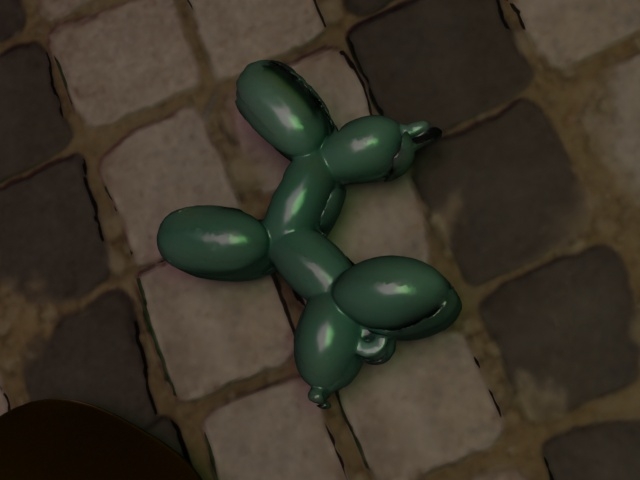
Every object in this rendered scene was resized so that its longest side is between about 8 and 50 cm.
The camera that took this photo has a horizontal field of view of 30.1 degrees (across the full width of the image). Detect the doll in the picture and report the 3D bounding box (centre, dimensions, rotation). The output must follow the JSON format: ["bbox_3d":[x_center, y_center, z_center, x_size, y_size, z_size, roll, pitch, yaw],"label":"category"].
[{"bbox_3d":[0.000,0.000,0.614,0.158,0.059,0.159,20,82,17],"label":"doll"}]

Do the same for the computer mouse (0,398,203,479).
[{"bbox_3d":[-0.168,0.233,0.599,0.158,0.072,0.310,26,86,19],"label":"computer mouse"}]
